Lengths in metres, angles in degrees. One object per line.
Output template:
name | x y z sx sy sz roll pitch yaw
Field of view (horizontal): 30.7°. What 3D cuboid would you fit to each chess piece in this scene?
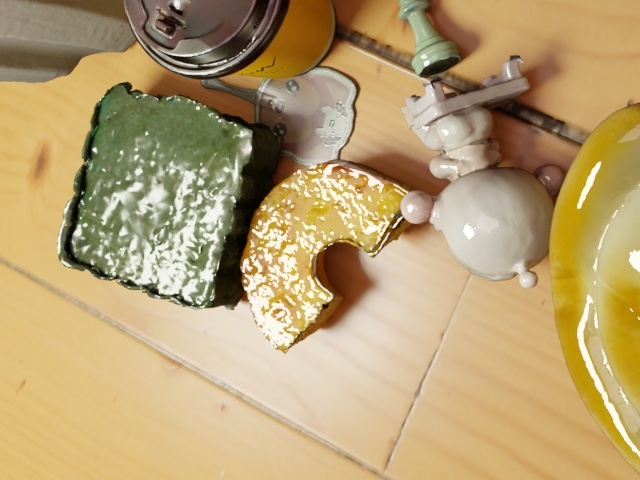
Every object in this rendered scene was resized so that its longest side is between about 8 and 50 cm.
chess piece | 0.112 -0.269 1.386 0.059 0.059 0.149 -28 77 21

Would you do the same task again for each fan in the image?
fan | -0.058 -0.173 1.480 0.220 0.009 0.132 21 100 19

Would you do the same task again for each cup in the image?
cup | -0.089 -0.270 1.337 0.196 0.280 0.196 0 89 22

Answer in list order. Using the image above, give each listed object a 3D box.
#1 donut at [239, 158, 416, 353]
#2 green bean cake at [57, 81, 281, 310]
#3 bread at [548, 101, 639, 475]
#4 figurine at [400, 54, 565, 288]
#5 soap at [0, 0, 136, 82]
donut | 0.000 -0.007 1.419 0.152 0.101 0.259 46 108 13
green bean cake | -0.189 -0.057 1.475 0.241 0.132 0.255 15 96 22
bread | 0.405 0.063 1.186 0.329 0.245 0.424 -11 89 22
figurine | 0.193 -0.065 1.314 0.144 0.182 0.256 -30 76 46
soap | -0.324 -0.367 1.350 0.350 0.435 0.213 -44 78 21
